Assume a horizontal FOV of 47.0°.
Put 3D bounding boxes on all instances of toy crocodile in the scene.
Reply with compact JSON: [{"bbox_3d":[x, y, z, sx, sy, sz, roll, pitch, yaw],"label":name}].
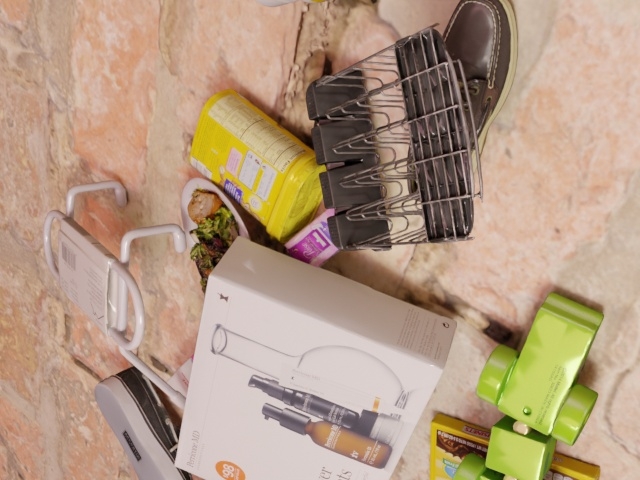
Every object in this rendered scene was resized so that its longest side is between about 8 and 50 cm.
[{"bbox_3d":[0.228,0.222,0.820,0.115,0.105,0.340,20,105,27],"label":"toy crocodile"}]

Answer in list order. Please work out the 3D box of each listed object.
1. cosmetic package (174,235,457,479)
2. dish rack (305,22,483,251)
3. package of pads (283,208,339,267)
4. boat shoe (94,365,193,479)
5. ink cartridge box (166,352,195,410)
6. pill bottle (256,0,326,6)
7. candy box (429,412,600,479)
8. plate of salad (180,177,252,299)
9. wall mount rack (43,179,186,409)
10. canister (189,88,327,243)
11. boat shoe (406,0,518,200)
[{"bbox_3d":[-0.025,0.208,0.952,0.284,0.097,0.377,22,128,8],"label":"cosmetic package"},{"bbox_3d":[0.075,-0.089,0.723,0.271,0.074,0.208,-6,96,63],"label":"dish rack"},{"bbox_3d":[0.000,0.000,0.911,0.050,0.083,0.032,49,176,9],"label":"package of pads"},{"bbox_3d":[-0.268,0.357,1.262,0.306,0.105,0.113,54,136,12],"label":"boat shoe"},{"bbox_3d":[-0.154,0.211,1.133,0.104,0.061,0.181,53,131,6],"label":"ink cartridge box"},{"bbox_3d":[0.019,-0.303,0.722,0.208,0.119,0.119,-3,109,37],"label":"pill bottle"},{"bbox_3d":[0.232,0.292,0.908,0.206,0.027,0.105,12,119,32],"label":"candy box"},{"bbox_3d":[-0.143,0.014,0.983,0.200,0.048,0.200,35,137,39],"label":"plate of salad"},{"bbox_3d":[-0.295,0.087,1.097,0.350,0.130,0.304,30,121,45],"label":"wall mount rack"},{"bbox_3d":[-0.078,-0.096,0.924,0.170,0.073,0.126,39,131,17],"label":"canister"},{"bbox_3d":[0.137,-0.136,0.742,0.080,0.073,0.223,26,126,22],"label":"boat shoe"}]
